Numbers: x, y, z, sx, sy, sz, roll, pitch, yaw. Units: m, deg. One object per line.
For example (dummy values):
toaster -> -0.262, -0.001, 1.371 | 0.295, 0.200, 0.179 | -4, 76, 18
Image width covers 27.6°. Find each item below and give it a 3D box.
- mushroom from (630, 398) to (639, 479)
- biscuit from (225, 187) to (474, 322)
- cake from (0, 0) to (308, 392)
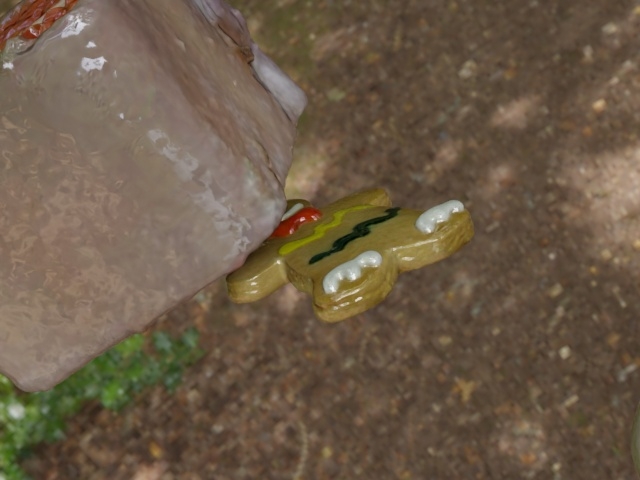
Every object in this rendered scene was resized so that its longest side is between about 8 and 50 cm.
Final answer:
mushroom -> 0.391, 0.179, 1.170 | 0.204, 0.204, 0.204 | -29, 26, 16
biscuit -> -0.001, -0.002, 1.004 | 0.158, 0.035, 0.240 | -32, 25, -28
cake -> -0.190, -0.065, 1.027 | 0.309, 0.230, 0.237 | -35, 21, 23
